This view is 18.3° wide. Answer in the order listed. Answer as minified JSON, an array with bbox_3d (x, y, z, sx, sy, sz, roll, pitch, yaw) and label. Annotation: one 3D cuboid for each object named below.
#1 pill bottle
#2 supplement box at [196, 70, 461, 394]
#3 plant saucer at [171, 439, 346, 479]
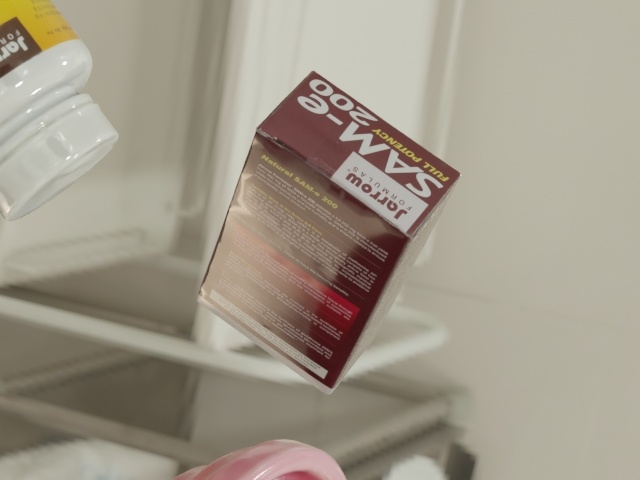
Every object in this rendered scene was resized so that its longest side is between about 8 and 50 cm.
[{"bbox_3d":[-0.215,-0.120,1.163,0.117,0.215,0.117,-38,178,-2],"label":"pill bottle"},{"bbox_3d":[0.000,0.000,1.418,0.073,0.130,0.239,-50,172,-32],"label":"supplement box"},{"bbox_3d":[-0.091,0.300,1.493,0.332,0.084,0.332,-44,144,-44],"label":"plant saucer"}]
